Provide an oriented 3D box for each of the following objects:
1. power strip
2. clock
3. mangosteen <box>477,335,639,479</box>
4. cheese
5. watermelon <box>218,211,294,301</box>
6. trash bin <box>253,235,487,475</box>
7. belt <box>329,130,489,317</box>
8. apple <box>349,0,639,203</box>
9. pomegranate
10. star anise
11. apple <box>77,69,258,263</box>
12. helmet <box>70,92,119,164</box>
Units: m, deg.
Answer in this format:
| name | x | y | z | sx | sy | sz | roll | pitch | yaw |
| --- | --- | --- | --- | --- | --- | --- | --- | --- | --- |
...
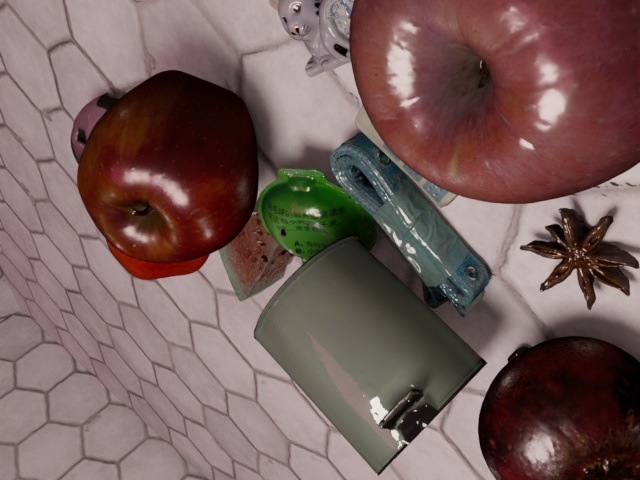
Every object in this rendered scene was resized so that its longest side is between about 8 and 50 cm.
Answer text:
| name | x | y | z | sx | sy | sz | roll | pitch | yaw |
| --- | --- | --- | --- | --- | --- | --- | --- | --- | --- |
| power strip | 0.128 | -0.130 | 0.821 | 0.192 | 0.035 | 0.081 | 45 | 145 | 6 |
| clock | 0.018 | -0.280 | 0.749 | 0.176 | 0.080 | 0.117 | -6 | 130 | 50 |
| mangosteen | 0.316 | 0.226 | 0.812 | 0.261 | 0.235 | 0.236 | -104 | -11 | -70 |
| cheese | 0.000 | 0.000 | 1.027 | 0.203 | 0.083 | 0.321 | 6 | 142 | 20 |
| watermelon | -0.108 | 0.003 | 1.172 | 0.154 | 0.094 | 0.241 | 60 | 144 | 4 |
| trash bin | 0.068 | 0.158 | 0.886 | 0.262 | 0.217 | 0.277 | 44 | -175 | 18 |
| belt | 0.128 | -0.023 | 0.888 | 0.302 | 0.072 | 0.087 | 53 | 141 | 0 |
| apple | 0.181 | -0.179 | 0.548 | 0.305 | 0.235 | 0.306 | 30 | 139 | 31 |
| pomegranate | -0.331 | -0.021 | 1.270 | 0.221 | 0.221 | 0.256 | 52 | 152 | -3 |
| star anise | 0.316 | 0.019 | 0.742 | 0.141 | 0.042 | 0.141 | 27 | 135 | 30 |
| apple | -0.231 | -0.113 | 0.981 | 0.288 | 0.317 | 0.288 | 4 | 132 | 5 |
| helmet | -0.446 | -0.196 | 1.297 | 0.253 | 0.154 | 0.198 | 7 | 128 | 38 |
